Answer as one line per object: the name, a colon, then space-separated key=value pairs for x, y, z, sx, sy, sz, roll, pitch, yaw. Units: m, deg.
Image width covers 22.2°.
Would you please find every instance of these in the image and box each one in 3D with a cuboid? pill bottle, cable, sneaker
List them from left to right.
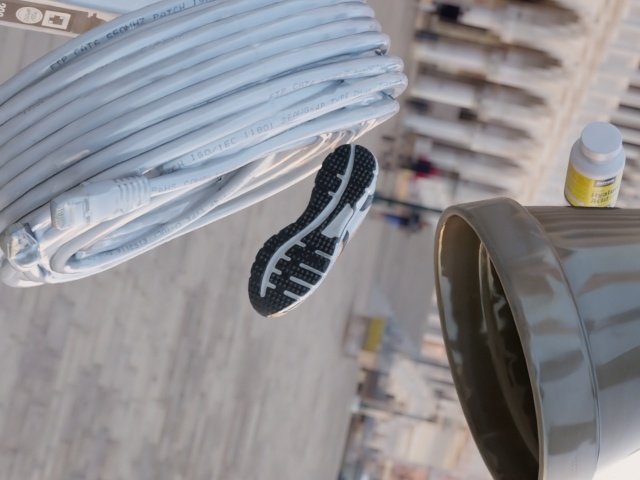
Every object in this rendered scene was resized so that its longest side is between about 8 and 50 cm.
cable: x=-0.080 y=-0.057 z=0.890 sx=0.089 sy=0.257 sz=0.257 roll=64 pitch=-21 yaw=4
sneaker: x=0.000 y=0.000 z=0.906 sx=0.109 sy=0.040 sz=0.044 roll=-54 pitch=161 yaw=-12
pill bottle: x=0.322 y=-0.085 z=1.910 sx=0.116 sy=0.065 sz=0.065 roll=87 pitch=15 yaw=-56

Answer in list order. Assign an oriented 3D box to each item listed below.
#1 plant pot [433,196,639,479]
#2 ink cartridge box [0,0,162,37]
plant pot: x=0.299 y=0.091 z=1.698 sx=0.323 sy=0.280 sz=0.323 roll=167 pitch=-90 yaw=-81
ink cartridge box: x=-0.169 y=-0.225 z=1.015 sx=0.045 sy=0.208 sz=0.206 roll=127 pitch=-33 yaw=-59
